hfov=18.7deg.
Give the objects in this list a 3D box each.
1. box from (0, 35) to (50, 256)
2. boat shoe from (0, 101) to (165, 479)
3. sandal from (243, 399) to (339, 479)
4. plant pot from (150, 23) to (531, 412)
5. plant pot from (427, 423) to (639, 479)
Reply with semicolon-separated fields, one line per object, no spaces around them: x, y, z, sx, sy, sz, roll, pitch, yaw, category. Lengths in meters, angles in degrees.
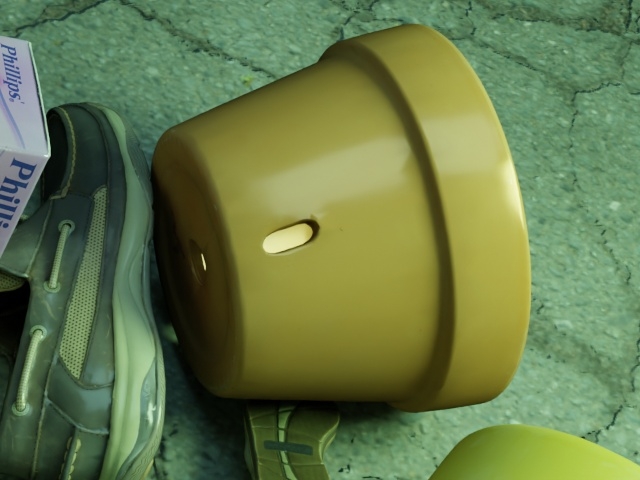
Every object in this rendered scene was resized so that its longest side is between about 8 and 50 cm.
-0.330;-0.039;1.259;0.243;0.213;0.117;10;42;-28;box
-0.194;0.027;1.421;0.130;0.132;0.355;5;45;-18;boat shoe
-0.024;0.162;1.410;0.072;0.049;0.180;11;26;-6;sandal
0.000;0.000;1.428;0.203;0.291;0.291;-12;52;-20;plant pot
0.126;0.287;1.230;0.254;0.254;0.239;34;60;12;plant pot
